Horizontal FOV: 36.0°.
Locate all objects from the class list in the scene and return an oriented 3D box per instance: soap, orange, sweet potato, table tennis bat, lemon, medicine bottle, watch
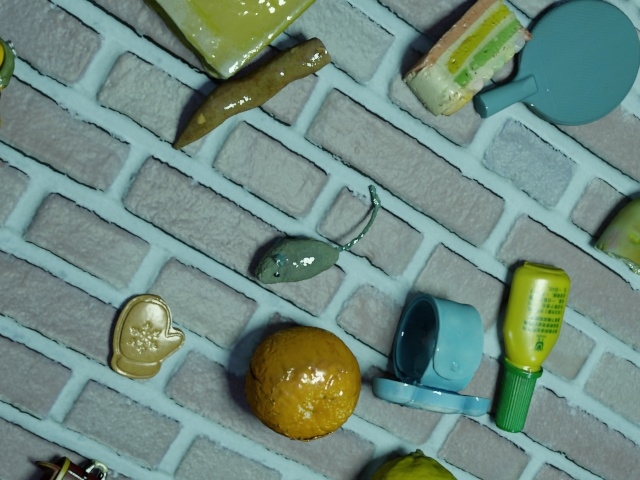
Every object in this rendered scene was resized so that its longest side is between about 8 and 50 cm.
[{"bbox_3d":[-0.099,-0.413,1.504,0.315,0.091,0.199,-43,108,-5],"label":"soap"},{"bbox_3d":[-0.029,0.229,1.612,0.193,0.161,0.193,-8,115,-17],"label":"orange"},{"bbox_3d":[-0.117,-0.233,1.544,0.281,0.067,0.059,-31,100,-8],"label":"sweet potato"},{"bbox_3d":[0.414,-0.292,1.706,0.329,0.044,0.215,-25,107,-13],"label":"table tennis bat"},{"bbox_3d":[0.162,0.477,1.699,0.192,0.192,0.231,11,84,-18],"label":"lemon"},{"bbox_3d":[0.370,0.194,1.766,0.111,0.076,0.309,9,97,-16],"label":"medicine bottle"},{"bbox_3d":[0.189,0.193,1.669,0.210,0.211,0.193,14,82,-19],"label":"watch"}]

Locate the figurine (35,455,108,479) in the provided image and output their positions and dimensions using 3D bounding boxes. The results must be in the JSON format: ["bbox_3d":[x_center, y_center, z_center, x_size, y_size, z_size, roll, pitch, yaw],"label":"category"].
[{"bbox_3d":[-0.389,0.392,1.583,0.154,0.082,0.098,40,74,-19],"label":"figurine"}]

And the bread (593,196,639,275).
[{"bbox_3d":[0.628,-0.010,1.765,0.260,0.158,0.156,-19,102,-15],"label":"bread"}]

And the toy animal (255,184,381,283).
[{"bbox_3d":[0.008,0.006,1.630,0.252,0.070,0.079,-29,123,-13],"label":"toy animal"}]

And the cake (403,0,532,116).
[{"bbox_3d":[0.250,-0.311,1.619,0.225,0.090,0.109,-45,92,-6],"label":"cake"}]

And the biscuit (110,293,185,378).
[{"bbox_3d":[-0.276,0.157,1.594,0.118,0.023,0.140,4,99,-17],"label":"biscuit"}]

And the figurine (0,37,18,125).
[{"bbox_3d":[-0.500,-0.204,1.431,0.141,0.166,0.250,-48,143,-41],"label":"figurine"}]
